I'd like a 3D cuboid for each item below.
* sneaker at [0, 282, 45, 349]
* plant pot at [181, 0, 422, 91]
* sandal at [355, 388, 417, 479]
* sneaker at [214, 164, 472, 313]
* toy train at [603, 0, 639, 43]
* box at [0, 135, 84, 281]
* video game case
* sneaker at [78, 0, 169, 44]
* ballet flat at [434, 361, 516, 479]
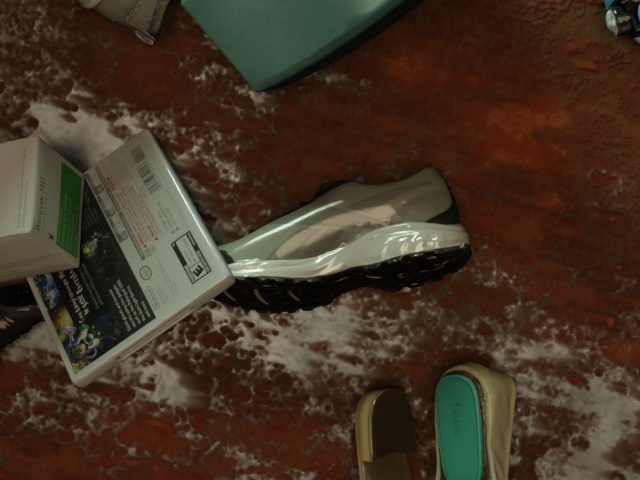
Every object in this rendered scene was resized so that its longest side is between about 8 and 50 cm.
[{"bbox_3d":[-0.328,0.096,1.081,0.170,0.051,0.089,-6,116,-13],"label":"sneaker"},{"bbox_3d":[0.005,-0.247,0.987,0.234,0.166,0.165,-40,92,13],"label":"plant pot"},{"bbox_3d":[0.045,0.264,1.074,0.088,0.079,0.240,8,78,-40],"label":"sandal"},{"bbox_3d":[0.000,0.000,1.045,0.271,0.100,0.108,-11,68,8],"label":"sneaker"},{"bbox_3d":[0.339,-0.247,1.007,0.184,0.080,0.105,-20,88,4],"label":"toy train"},{"bbox_3d":[-0.282,-0.027,1.023,0.102,0.087,0.101,-11,64,18],"label":"box"},{"bbox_3d":[-0.190,0.013,1.036,0.173,0.022,0.190,-35,61,5],"label":"video game case"},{"bbox_3d":[-0.116,-0.309,1.031,0.281,0.105,0.115,-48,125,2],"label":"sneaker"},{"bbox_3d":[0.148,0.239,1.053,0.086,0.086,0.248,5,91,2],"label":"ballet flat"}]
